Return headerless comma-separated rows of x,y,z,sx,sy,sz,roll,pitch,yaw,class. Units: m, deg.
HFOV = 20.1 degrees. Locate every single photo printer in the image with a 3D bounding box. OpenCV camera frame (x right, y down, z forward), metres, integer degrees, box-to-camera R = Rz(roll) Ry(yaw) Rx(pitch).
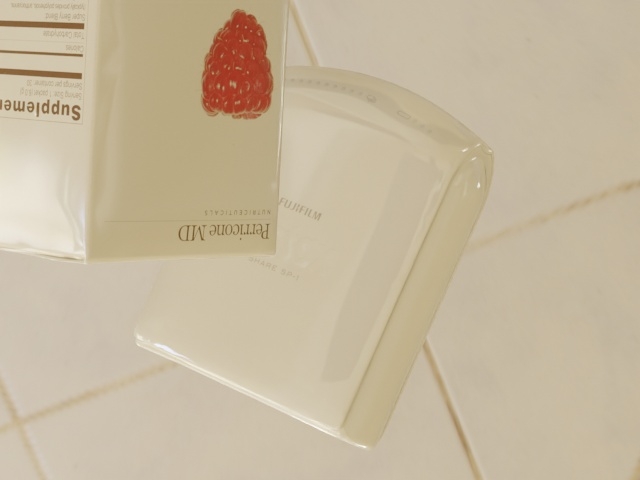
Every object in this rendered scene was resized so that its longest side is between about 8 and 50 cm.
0.000,0.000,1.609,0.256,0.107,0.307,23,86,29,photo printer

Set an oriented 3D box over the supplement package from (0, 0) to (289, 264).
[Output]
-0.139,-0.138,1.224,0.177,0.175,0.293,-2,98,-47,supplement package
